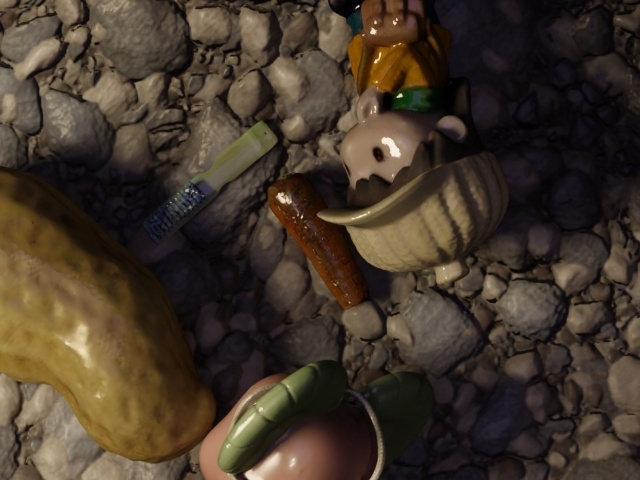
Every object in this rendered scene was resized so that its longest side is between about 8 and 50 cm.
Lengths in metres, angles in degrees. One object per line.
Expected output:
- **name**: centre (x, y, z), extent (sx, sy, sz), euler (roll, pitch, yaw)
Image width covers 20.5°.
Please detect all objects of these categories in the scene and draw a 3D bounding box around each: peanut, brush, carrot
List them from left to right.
- **peanut**: centre (-0.268, 0.080, 1.851), extent (0.387, 0.169, 0.192), euler (43, 94, 1)
- **brush**: centre (-0.121, -0.065, 1.928), extent (0.178, 0.030, 0.033), euler (-41, 79, -1)
- **carrot**: centre (0.000, 0.000, 1.915), extent (0.055, 0.055, 0.161), euler (-33, 91, -1)

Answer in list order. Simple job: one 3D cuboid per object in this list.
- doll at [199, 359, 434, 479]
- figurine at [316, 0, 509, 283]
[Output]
- **doll**: centre (-0.008, 0.242, 1.815), extent (0.216, 0.284, 0.268), euler (48, 112, 31)
- **figurine**: centre (0.103, -0.126, 1.869), extent (0.204, 0.185, 0.332), euler (14, 70, -23)
